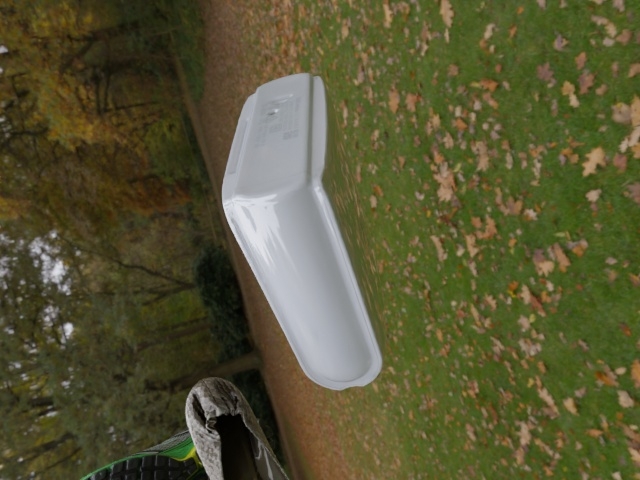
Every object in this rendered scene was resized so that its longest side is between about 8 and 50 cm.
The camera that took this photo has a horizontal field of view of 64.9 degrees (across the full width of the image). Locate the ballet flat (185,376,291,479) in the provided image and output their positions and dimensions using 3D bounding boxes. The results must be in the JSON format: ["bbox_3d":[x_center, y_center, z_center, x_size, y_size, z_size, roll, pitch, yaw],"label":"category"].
[{"bbox_3d":[-0.058,0.247,0.490,0.249,0.084,0.058,62,151,5],"label":"ballet flat"}]

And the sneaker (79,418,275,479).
[{"bbox_3d":[-0.247,0.388,0.805,0.146,0.344,0.134,-26,76,52],"label":"sneaker"}]

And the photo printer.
[{"bbox_3d":[0.000,0.000,0.581,0.256,0.107,0.307,-90,-16,-51],"label":"photo printer"}]
